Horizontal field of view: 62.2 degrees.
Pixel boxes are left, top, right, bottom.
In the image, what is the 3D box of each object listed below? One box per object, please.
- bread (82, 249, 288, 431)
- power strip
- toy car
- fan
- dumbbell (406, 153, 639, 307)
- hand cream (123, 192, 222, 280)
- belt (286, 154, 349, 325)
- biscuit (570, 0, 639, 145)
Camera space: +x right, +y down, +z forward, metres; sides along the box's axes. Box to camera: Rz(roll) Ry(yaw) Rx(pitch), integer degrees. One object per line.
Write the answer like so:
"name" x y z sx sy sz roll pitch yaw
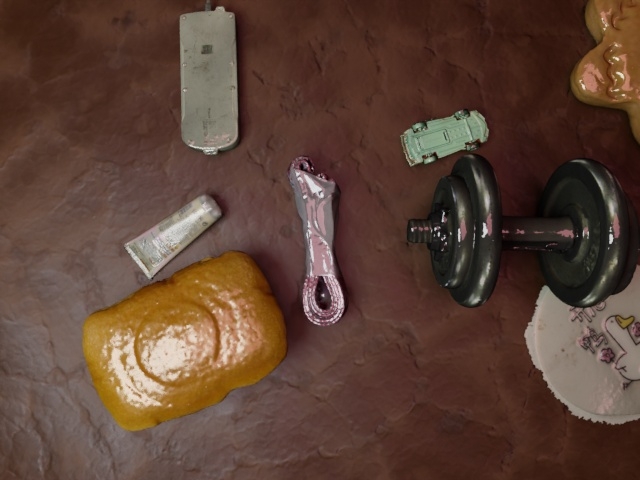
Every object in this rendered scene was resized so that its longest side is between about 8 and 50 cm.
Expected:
"bread" -0.165 0.125 0.677 0.246 0.121 0.174 -23 89 -1
"power strip" -0.154 -0.230 0.745 0.080 0.029 0.226 -2 87 0
"toy car" 0.177 -0.146 0.749 0.122 0.035 0.059 -18 87 -12
"fan" 0.469 0.203 0.746 0.233 0.012 0.414 -42 88 -3
"dumbbell" 0.253 -0.011 0.665 0.290 0.192 0.192 1 86 -1
"hand cream" -0.197 -0.009 0.730 0.143 0.039 0.061 -36 95 5
"belt" 0.000 0.000 0.724 0.071 0.053 0.231 -8 86 5
"biscuit" 0.544 -0.250 0.760 0.355 0.052 0.275 18 86 0
